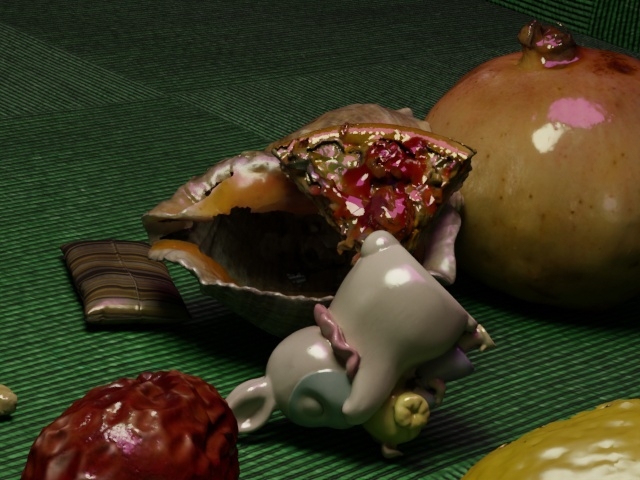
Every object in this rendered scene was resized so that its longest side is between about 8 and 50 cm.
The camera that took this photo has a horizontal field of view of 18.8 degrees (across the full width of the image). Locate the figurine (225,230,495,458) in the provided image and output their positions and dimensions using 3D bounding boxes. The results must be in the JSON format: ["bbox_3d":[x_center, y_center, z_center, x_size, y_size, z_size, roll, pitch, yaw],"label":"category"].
[{"bbox_3d":[0.026,0.123,1.751,0.155,0.235,0.127,45,2,-18],"label":"figurine"}]

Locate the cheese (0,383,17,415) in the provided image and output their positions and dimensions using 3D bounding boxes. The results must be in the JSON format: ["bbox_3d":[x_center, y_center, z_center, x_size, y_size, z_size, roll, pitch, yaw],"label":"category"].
[{"bbox_3d":[-0.305,0.146,1.701,0.044,0.030,0.083,16,15,37],"label":"cheese"}]

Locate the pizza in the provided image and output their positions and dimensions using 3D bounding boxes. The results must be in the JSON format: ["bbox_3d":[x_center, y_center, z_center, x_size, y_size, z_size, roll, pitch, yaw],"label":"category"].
[{"bbox_3d":[0.065,-0.046,1.859,0.201,0.053,0.193,-4,51,-11],"label":"pizza"}]

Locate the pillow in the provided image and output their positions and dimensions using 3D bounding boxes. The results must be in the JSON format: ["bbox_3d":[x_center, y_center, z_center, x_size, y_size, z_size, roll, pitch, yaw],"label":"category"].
[{"bbox_3d":[-0.205,0.040,2.016,0.113,0.038,0.203,2,20,-17],"label":"pillow"}]

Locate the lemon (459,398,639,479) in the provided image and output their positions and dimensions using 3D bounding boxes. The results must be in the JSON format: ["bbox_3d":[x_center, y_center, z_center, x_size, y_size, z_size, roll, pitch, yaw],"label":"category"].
[{"bbox_3d":[0.201,0.278,1.109,0.350,0.350,0.387,5,39,-10],"label":"lemon"}]

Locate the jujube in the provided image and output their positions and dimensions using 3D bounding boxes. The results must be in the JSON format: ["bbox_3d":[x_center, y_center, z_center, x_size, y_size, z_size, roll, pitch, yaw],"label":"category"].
[{"bbox_3d":[-0.140,0.182,1.506,0.155,0.155,0.230,12,12,9],"label":"jujube"}]

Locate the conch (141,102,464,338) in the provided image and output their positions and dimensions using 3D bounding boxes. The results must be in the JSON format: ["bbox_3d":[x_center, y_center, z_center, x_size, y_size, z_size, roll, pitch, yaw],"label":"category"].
[{"bbox_3d":[0.003,0.014,1.962,0.352,0.210,0.297,-22,38,-15],"label":"conch"}]

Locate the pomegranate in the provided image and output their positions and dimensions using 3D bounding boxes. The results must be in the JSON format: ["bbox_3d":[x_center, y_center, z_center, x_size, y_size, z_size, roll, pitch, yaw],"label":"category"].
[{"bbox_3d":[0.268,-0.091,2.152,0.338,0.338,0.338,7,20,-3],"label":"pomegranate"}]
